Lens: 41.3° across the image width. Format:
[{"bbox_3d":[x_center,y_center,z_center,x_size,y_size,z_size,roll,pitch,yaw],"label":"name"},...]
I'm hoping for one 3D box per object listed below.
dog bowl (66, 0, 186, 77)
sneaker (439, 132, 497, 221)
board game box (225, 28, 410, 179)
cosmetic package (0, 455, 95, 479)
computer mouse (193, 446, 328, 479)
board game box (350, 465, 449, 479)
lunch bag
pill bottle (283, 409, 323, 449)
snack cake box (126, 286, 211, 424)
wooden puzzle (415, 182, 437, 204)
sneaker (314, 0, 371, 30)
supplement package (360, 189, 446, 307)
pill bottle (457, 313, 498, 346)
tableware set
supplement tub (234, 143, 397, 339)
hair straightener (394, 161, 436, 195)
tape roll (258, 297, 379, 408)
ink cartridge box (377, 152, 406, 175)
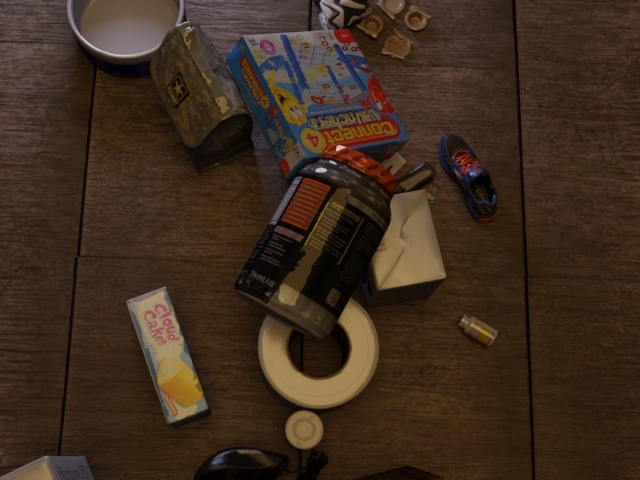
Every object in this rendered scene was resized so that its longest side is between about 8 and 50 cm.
[{"bbox_3d":[-0.445,-0.517,1.972,0.264,0.104,0.265,1,74,-4],"label":"dog bowl"},{"bbox_3d":[0.346,-0.153,1.935,0.083,0.087,0.221,-28,79,-11],"label":"sneaker"},{"bbox_3d":[-0.003,-0.300,1.818,0.308,0.086,0.302,-16,72,-40],"label":"board game box"},{"bbox_3d":[-0.531,0.639,1.536,0.327,0.329,0.394,-25,79,-9],"label":"cosmetic package"},{"bbox_3d":[-0.123,0.459,1.696,0.262,0.184,0.060,-3,52,-10],"label":"computer mouse"},{"bbox_3d":[0.074,0.640,1.551,0.356,0.356,0.356,-13,80,-7],"label":"board game box"},{"bbox_3d":[-0.255,-0.308,1.834,0.169,0.287,0.235,-25,79,-10],"label":"lunch bag"},{"bbox_3d":[-0.036,0.389,1.736,0.078,0.137,0.078,1,75,-4],"label":"pill bottle"},{"bbox_3d":[-0.311,0.244,1.750,0.089,0.152,0.264,-20,78,-9],"label":"snack cake box"},{"bbox_3d":[0.243,-0.110,1.958,0.049,0.006,0.083,11,74,-1],"label":"wooden puzzle"},{"bbox_3d":[0.051,-0.626,2.041,0.153,0.094,0.235,-17,77,-10],"label":"sneaker"},{"bbox_3d":[0.160,0.023,1.815,0.149,0.203,0.194,-10,75,-6],"label":"supplement package"},{"bbox_3d":[0.344,0.195,1.863,0.083,0.043,0.043,31,75,5],"label":"pill bottle"},{"bbox_3d":[0.180,-0.526,2.060,0.141,0.020,0.169,34,76,6],"label":"tableware set"},{"bbox_3d":[0.000,0.000,1.623,0.207,0.207,0.338,29,80,4],"label":"supplement tub"},{"bbox_3d":[0.157,-0.113,1.907,0.230,0.089,0.047,-27,77,-7],"label":"hair straightener"},{"bbox_3d":[-0.009,0.233,1.765,0.246,0.169,0.246,1,75,-3],"label":"tape roll"},{"bbox_3d":[0.104,-0.219,1.949,0.181,0.061,0.104,43,75,8],"label":"ink cartridge box"}]
